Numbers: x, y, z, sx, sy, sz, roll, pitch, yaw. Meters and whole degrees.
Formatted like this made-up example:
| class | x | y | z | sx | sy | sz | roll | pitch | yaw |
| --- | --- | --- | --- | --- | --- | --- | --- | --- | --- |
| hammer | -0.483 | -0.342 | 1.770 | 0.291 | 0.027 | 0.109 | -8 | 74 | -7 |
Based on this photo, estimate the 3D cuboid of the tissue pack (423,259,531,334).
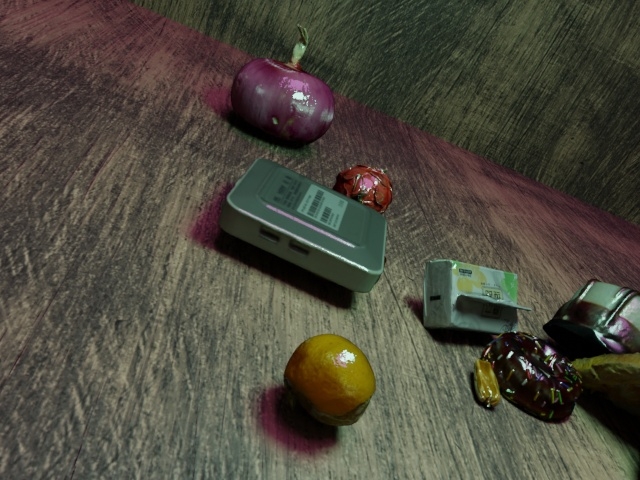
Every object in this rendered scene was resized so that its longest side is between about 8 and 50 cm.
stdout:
| class | x | y | z | sx | sy | sz | roll | pitch | yaw |
| --- | --- | --- | --- | --- | --- | --- | --- | --- | --- |
| tissue pack | 0.370 | 0.135 | 1.475 | 0.229 | 0.159 | 0.145 | 12 | -14 | -33 |

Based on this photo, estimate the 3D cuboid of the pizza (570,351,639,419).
| class | x | y | z | sx | sy | sz | roll | pitch | yaw |
| --- | --- | --- | --- | --- | --- | --- | --- | --- | --- |
| pizza | 0.743 | 0.335 | 1.403 | 0.392 | 0.435 | 0.080 | 15 | 60 | 19 |

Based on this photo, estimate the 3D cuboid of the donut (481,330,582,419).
| class | x | y | z | sx | sy | sz | roll | pitch | yaw |
| --- | --- | --- | --- | --- | --- | --- | --- | --- | --- |
| donut | 0.472 | 0.288 | 1.409 | 0.235 | 0.089 | 0.235 | 21 | 26 | -11 |

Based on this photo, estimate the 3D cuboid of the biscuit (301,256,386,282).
| class | x | y | z | sx | sy | sz | roll | pitch | yaw |
| --- | --- | --- | --- | --- | --- | --- | --- | --- | --- |
| biscuit | 0.000 | 0.001 | 1.553 | 0.359 | 0.046 | 0.359 | 21 | 25 | -11 |

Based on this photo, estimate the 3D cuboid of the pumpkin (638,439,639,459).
| class | x | y | z | sx | sy | sz | roll | pitch | yaw |
| --- | --- | --- | --- | --- | --- | --- | --- | --- | --- |
| pumpkin | 0.772 | 0.430 | 1.236 | 0.248 | 0.248 | 0.248 | 22 | 24 | -11 |

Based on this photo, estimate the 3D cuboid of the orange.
| class | x | y | z | sx | sy | sz | roll | pitch | yaw |
| --- | --- | --- | --- | --- | --- | --- | --- | --- | --- |
| orange | 0.010 | 0.224 | 1.002 | 0.134 | 0.156 | 0.156 | -15 | 43 | -27 |

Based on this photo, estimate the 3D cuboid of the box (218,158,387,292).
| class | x | y | z | sx | sy | sz | roll | pitch | yaw |
| --- | --- | --- | --- | --- | --- | --- | --- | --- | --- |
| box | -0.025 | -0.052 | 1.472 | 0.373 | 0.090 | 0.367 | 26 | 23 | -4 |

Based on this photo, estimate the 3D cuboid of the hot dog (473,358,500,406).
| class | x | y | z | sx | sy | sz | roll | pitch | yaw |
| --- | --- | --- | --- | --- | --- | --- | --- | --- | --- |
| hot dog | 0.343 | 0.299 | 1.321 | 0.056 | 0.041 | 0.133 | 17 | 30 | -3 |

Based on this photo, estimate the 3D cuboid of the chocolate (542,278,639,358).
| class | x | y | z | sx | sy | sz | roll | pitch | yaw |
| --- | --- | --- | --- | --- | --- | --- | --- | --- | --- |
| chocolate | 0.721 | 0.209 | 1.582 | 0.284 | 0.186 | 0.283 | 31 | -6 | 4 |

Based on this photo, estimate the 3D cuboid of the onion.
| class | x | y | z | sx | sy | sz | roll | pitch | yaw |
| --- | --- | --- | --- | --- | --- | --- | --- | --- | --- |
| onion | -0.104 | -0.484 | 2.114 | 0.358 | 0.345 | 0.358 | 43 | 2 | -2 |

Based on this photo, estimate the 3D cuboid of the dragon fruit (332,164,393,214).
| class | x | y | z | sx | sy | sz | roll | pitch | yaw |
| --- | --- | --- | --- | --- | --- | --- | --- | --- | --- |
| dragon fruit | 0.116 | -0.134 | 1.796 | 0.172 | 0.172 | 0.209 | 33 | 33 | 12 |
